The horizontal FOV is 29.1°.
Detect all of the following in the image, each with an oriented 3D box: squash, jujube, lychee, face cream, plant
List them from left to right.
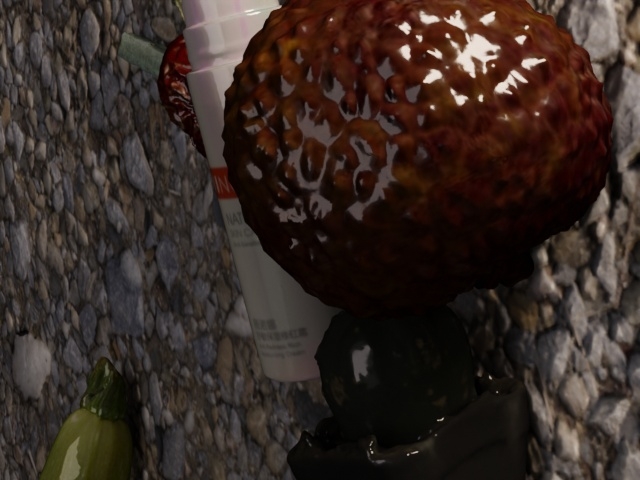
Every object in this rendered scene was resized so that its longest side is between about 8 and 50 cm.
[{"bbox_3d":[-0.275,0.280,1.408,0.137,0.137,0.287,35,117,44],"label":"squash"},{"bbox_3d":[-0.095,-0.125,1.176,0.104,0.104,0.166,-52,55,39],"label":"jujube"},{"bbox_3d":[-0.040,-0.062,0.999,0.102,0.102,0.346,-3,105,51],"label":"face cream"},{"bbox_3d":[0.072,0.163,0.942,0.142,0.164,0.256,-5,100,51],"label":"plant"},{"bbox_3d":[0.065,-0.072,0.848,0.260,0.260,0.261,5,96,51],"label":"lychee"}]

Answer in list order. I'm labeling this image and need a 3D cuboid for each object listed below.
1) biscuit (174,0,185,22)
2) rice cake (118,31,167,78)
[{"bbox_3d":[-0.094,-0.317,1.209,0.199,0.040,0.121,-47,55,41],"label":"biscuit"},{"bbox_3d":[-0.166,-0.188,1.316,0.171,0.029,0.033,33,113,46],"label":"rice cake"}]
